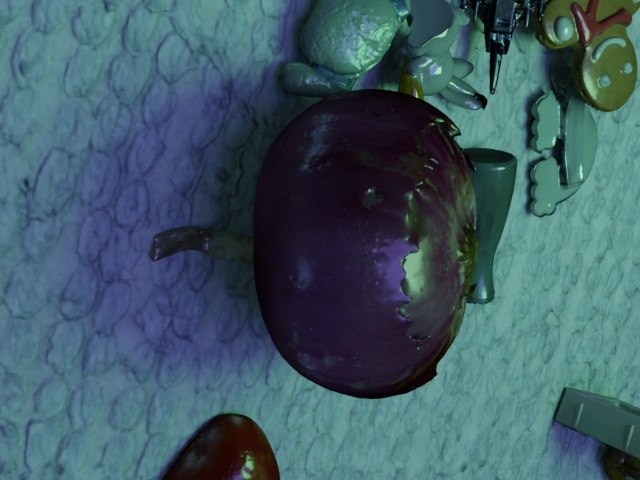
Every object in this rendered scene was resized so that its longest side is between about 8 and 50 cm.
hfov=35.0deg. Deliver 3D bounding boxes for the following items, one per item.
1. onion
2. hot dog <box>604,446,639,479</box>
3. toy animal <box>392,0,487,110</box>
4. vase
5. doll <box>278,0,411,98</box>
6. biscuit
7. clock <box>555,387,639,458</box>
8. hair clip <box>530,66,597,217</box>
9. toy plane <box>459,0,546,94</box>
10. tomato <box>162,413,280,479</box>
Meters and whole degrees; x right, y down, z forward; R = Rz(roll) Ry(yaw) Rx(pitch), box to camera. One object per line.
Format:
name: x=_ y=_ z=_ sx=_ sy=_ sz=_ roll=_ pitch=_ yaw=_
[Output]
onion: x=0.040 y=-0.004 z=1.186 sx=0.358 sy=0.344 sz=0.359 roll=-30 pitch=131 yaw=-41
hot dog: x=0.546 y=0.393 z=1.791 sx=0.140 sy=0.060 sz=0.090 roll=45 pitch=72 yaw=-32
toy animal: x=0.151 y=-0.218 z=1.300 sx=0.127 sy=0.131 sz=0.182 roll=-11 pitch=148 yaw=2
vase: x=0.226 y=-0.018 z=1.434 sx=0.086 sy=0.086 sz=0.214 roll=-13 pitch=115 yaw=-32
doll: x=0.036 y=-0.254 z=1.219 sx=0.103 sy=0.071 sz=0.214 roll=38 pitch=85 yaw=-3
biscuit: x=0.382 y=-0.347 z=1.427 sx=0.216 sy=0.047 sz=0.340 roll=-22 pitch=103 yaw=-28
clock: x=0.502 y=0.305 z=1.647 sx=0.150 sy=0.197 sz=0.063 roll=18 pitch=91 yaw=-37
hair clip: x=0.371 y=-0.150 z=1.516 sx=0.140 sy=0.054 sz=0.220 roll=-19 pitch=116 yaw=-35
toy plane: x=0.240 y=-0.290 z=1.346 sx=0.130 sy=0.061 sz=0.189 roll=5 pitch=87 yaw=-4
tomato: x=-0.106 y=0.323 z=1.289 sx=0.166 sy=0.082 sz=0.174 roll=-48 pitch=123 yaw=-16
